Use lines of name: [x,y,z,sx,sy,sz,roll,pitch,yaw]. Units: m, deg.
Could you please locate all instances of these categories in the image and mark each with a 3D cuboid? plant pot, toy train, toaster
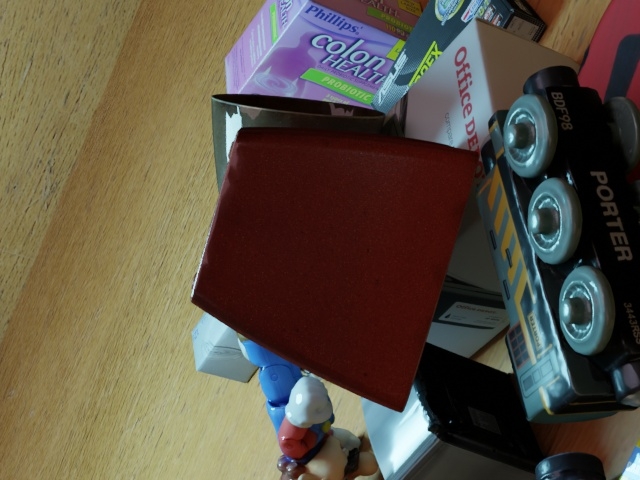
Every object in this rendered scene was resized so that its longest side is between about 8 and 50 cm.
plant pot: [0.000,0.000,1.472,0.267,0.236,0.267,-118,43,-83]
toy train: [0.229,0.010,1.283,0.190,0.142,0.334,127,136,-54]
plant pot: [-0.038,-0.055,1.739,0.215,0.215,0.230,-153,66,-63]
toaster: [0.144,0.210,1.583,0.110,0.186,0.168,-52,32,25]

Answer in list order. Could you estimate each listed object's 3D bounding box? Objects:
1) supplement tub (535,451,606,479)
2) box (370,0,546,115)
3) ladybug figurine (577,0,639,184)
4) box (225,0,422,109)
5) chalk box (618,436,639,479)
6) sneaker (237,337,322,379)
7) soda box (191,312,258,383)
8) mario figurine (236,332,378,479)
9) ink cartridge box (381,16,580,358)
supplement tub: [0.258,0.312,1.384,0.106,0.106,0.198,-44,38,43]
box: [0.182,-0.240,1.935,0.270,0.060,0.216,-59,29,24]
ladybug figurine: [0.359,-0.123,1.406,0.305,0.162,0.449,6,79,63]
box: [0.006,-0.283,2.129,0.243,0.214,0.117,-49,34,37]
chalk box: [0.361,0.210,1.221,0.213,0.132,0.132,-67,27,9]
sneaker: [-0.035,0.152,2.063,0.292,0.110,0.118,-27,59,55]
soda box: [-0.097,0.096,2.216,0.286,0.098,0.091,-53,32,31]
mario figurine: [0.006,0.236,1.816,0.170,0.198,0.320,-15,94,41]
ink cartridge box: [0.158,-0.033,1.729,0.395,0.166,0.285,-47,36,40]
